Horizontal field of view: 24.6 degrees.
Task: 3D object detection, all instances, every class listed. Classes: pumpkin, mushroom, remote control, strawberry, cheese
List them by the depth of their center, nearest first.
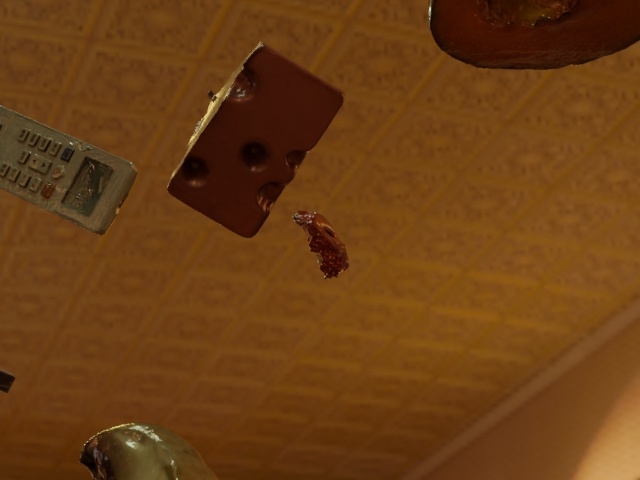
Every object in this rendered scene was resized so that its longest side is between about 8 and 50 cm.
[{"bbox_3d":[-0.210,-0.055,1.123,0.162,0.061,0.029,24,-6,29],"label":"remote control"},{"bbox_3d":[0.219,-0.279,1.516,0.312,0.169,0.148,-5,-32,-23],"label":"pumpkin"},{"bbox_3d":[-0.064,-0.141,1.657,0.128,0.203,0.177,32,-44,-8],"label":"cheese"},{"bbox_3d":[-0.198,0.349,1.803,0.292,0.212,0.217,-13,-31,36],"label":"mushroom"},{"bbox_3d":[0.003,-0.001,2.038,0.048,0.104,0.152,-28,-19,-2],"label":"strawberry"}]

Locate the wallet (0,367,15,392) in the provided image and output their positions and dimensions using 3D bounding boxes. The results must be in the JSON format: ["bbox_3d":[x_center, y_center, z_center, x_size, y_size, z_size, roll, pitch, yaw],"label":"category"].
[{"bbox_3d":[-0.387,0.078,1.274,0.119,0.025,0.232,13,-12,47],"label":"wallet"}]
